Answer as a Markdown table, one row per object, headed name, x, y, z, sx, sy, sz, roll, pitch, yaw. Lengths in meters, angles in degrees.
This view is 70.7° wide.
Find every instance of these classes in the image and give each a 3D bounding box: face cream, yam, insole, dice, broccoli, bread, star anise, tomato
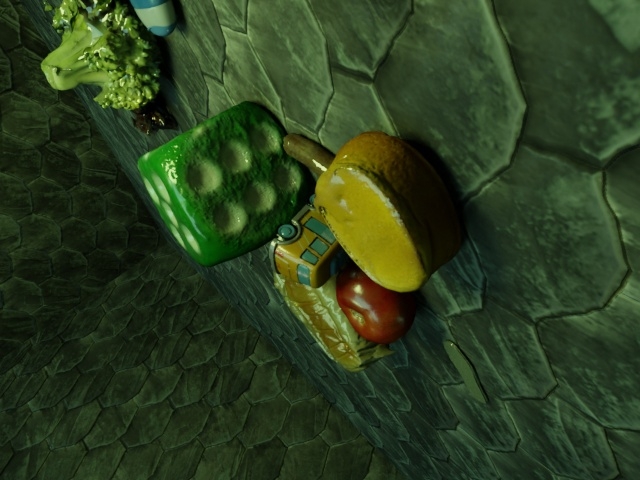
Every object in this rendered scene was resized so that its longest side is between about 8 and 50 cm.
| name | x | y | z | sx | sy | sz | roll | pitch | yaw |
| --- | --- | --- | --- | --- | --- | --- | --- | --- | --- |
| face cream | -0.388 | -0.571 | 0.959 | 0.149 | 0.083 | 0.264 | 34 | 154 | 42 |
| yam | 0.016 | -0.146 | 0.894 | 0.241 | 0.056 | 0.057 | 37 | 154 | 28 |
| insole | 0.335 | 0.303 | 1.033 | 0.192 | 0.010 | 0.063 | 58 | 158 | -19 |
| dice | -0.225 | -0.133 | 1.055 | 0.300 | 0.297 | 0.287 | 9 | 131 | 59 |
| broccoli | -0.595 | -0.500 | 1.200 | 0.293 | 0.280 | 0.348 | 47 | 149 | 5 |
| bread | 0.036 | 0.155 | 1.200 | 0.236 | 0.183 | 0.389 | -22 | 100 | 52 |
| star anise | -0.581 | -0.441 | 1.499 | 0.213 | 0.129 | 0.282 | 63 | 164 | -13 |
| tomato | 0.125 | 0.134 | 1.007 | 0.195 | 0.136 | 0.195 | 41 | 154 | 26 |
| bread | 0.113 | -0.045 | 0.736 | 0.195 | 0.142 | 0.270 | -9 | 120 | 53 |

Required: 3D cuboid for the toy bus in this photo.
| name | x | y | z | sx | sy | sz | roll | pitch | yaw |
| --- | --- | --- | --- | --- | --- | --- | --- | --- | --- |
| toy bus | 0.000 | 0.000 | 0.958 | 0.136 | 0.209 | 0.126 | 30 | 151 | 21 |
